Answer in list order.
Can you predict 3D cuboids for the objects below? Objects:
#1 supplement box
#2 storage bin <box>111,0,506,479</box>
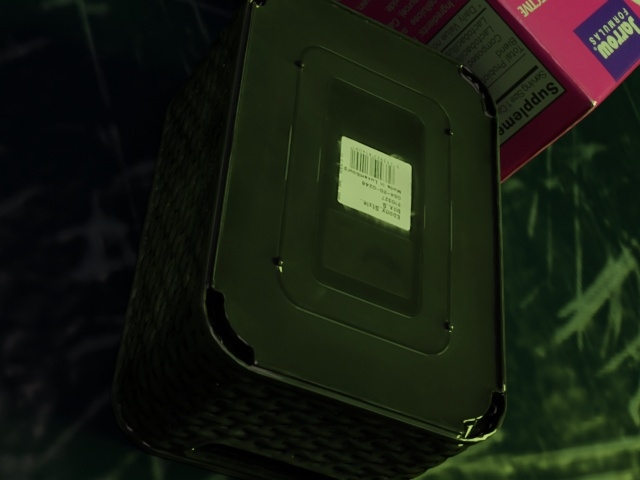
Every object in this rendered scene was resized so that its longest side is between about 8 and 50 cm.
[{"bbox_3d":[0.047,-0.136,0.549,0.220,0.114,0.111,49,46,0],"label":"supplement box"},{"bbox_3d":[0.000,0.000,0.447,0.122,0.084,0.180,21,52,-22],"label":"storage bin"}]
